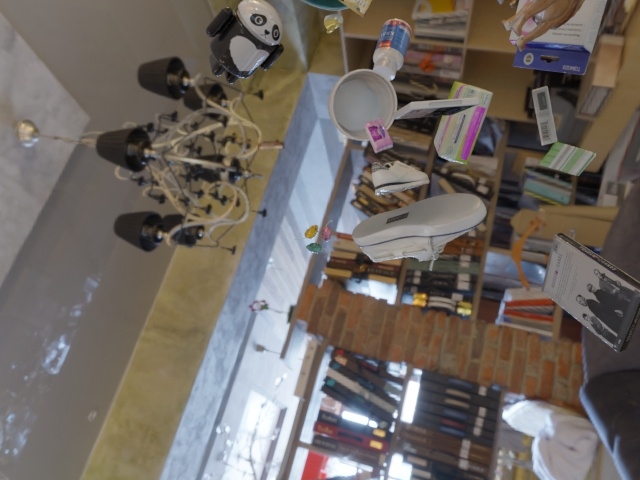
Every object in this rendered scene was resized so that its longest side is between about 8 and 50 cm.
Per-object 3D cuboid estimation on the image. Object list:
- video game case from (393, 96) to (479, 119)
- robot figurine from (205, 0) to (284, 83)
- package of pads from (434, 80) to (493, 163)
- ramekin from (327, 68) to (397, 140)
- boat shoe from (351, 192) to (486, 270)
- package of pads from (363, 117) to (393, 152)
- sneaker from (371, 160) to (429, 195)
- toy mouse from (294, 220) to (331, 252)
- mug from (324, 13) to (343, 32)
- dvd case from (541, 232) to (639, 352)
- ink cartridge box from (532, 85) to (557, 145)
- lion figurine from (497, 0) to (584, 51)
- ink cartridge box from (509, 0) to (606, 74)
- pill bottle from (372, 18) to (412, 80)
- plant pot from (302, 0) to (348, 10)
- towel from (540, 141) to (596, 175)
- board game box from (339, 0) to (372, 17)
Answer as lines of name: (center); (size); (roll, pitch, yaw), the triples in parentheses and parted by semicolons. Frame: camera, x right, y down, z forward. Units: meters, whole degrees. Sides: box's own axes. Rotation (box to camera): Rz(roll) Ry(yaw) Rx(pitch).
video game case: (0.295, -0.344, 1.361); (0.190, 0.173, 0.022); (-135, 40, -82)
robot figurine: (-0.242, -0.634, 1.666); (0.278, 0.174, 0.209); (-39, 1, 28)
package of pads: (0.443, -0.373, 1.649); (0.296, 0.101, 0.229); (-66, -8, -69)
ramekin: (0.118, -0.410, 1.582); (0.109, 0.207, 0.207); (-135, 52, -69)
boat shoe: (0.258, -0.001, 1.307); (0.156, 0.367, 0.136); (54, -137, -24)
package of pads: (0.152, -0.275, 1.371); (0.032, 0.050, 0.083); (95, 154, -73)
sneaker: (0.249, -0.200, 1.597); (0.235, 0.090, 0.095); (-11, -97, -44)
toy mouse: (0.000, 0.000, 1.962); (0.161, 0.031, 0.143); (-40, -52, -12)
mug: (0.058, -0.872, 2.092); (0.062, 0.064, 0.078); (-8, -81, -39)
dvd case: (0.617, 0.114, 1.196); (0.239, 0.029, 0.179); (-128, 27, -49)
ink cartridge box: (0.784, -0.441, 1.831); (0.232, 0.066, 0.189); (-39, -64, -67)
lion figurine: (0.608, -0.648, 1.391); (0.142, 0.240, 0.392); (57, -157, 2)
ink cartridge box: (0.835, -0.780, 1.862); (0.071, 0.324, 0.330); (-3, -68, -31)
pill bottle: (0.278, -0.749, 2.062); (0.124, 0.124, 0.222); (67, -143, -67)
plant pot: (0.044, -1.117, 1.954); (0.341, 0.341, 0.334); (49, -121, -73)
towel: (0.887, -0.296, 1.872); (0.113, 0.152, 0.023); (110, 176, -49)
board game box: (0.074, -0.847, 1.667); (0.042, 0.243, 0.165); (-61, 8, -22)
